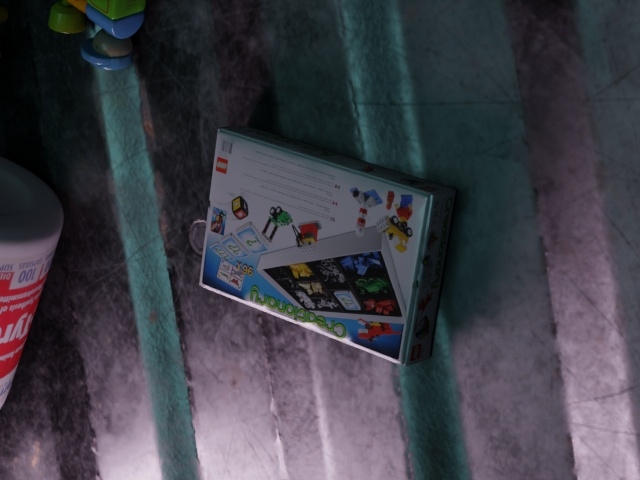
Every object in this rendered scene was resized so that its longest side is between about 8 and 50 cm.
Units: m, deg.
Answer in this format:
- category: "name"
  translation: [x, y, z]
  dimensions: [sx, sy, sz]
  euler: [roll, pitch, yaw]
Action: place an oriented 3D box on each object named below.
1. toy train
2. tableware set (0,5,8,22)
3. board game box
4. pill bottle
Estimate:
- category: "toy train"
  translation: [-0.309, -0.319, 1.946]
  dimensions: [0.248, 0.105, 0.143]
  euler: [34, 131, 30]
- category: "tableware set"
  translation: [-0.469, -0.279, 2.126]
  dimensions: [0.154, 0.024, 0.104]
  euler: [-8, 90, 41]
- category: "board game box"
  translation: [0.000, 0.000, 1.773]
  dimensions: [0.305, 0.053, 0.193]
  euler: [20, 109, 35]
- category: "pill bottle"
  translation: [-0.495, 0.102, 2.080]
  dimensions: [0.229, 0.229, 0.407]
  euler: [37, 120, 28]
